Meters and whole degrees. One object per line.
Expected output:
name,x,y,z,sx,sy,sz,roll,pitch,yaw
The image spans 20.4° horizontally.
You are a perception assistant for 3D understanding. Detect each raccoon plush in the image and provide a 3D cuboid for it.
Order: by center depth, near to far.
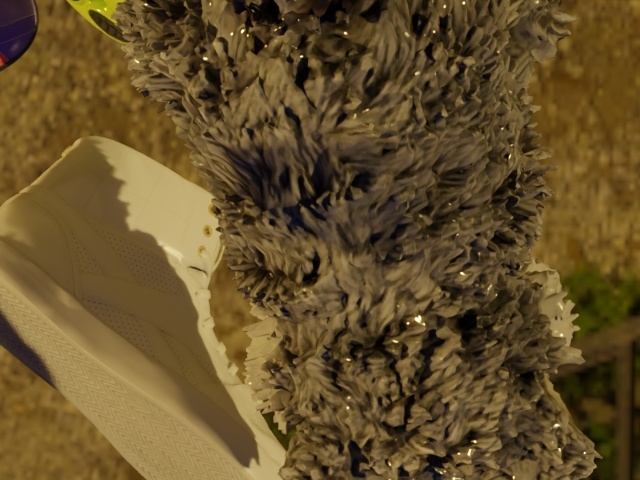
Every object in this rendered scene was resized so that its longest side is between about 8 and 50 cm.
raccoon plush,0.000,0.000,0.800,0.216,0.299,0.446,-10,176,20

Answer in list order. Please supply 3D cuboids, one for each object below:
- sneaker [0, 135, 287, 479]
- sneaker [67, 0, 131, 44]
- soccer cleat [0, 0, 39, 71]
sneaker,-0.082,0.057,1.152,0.292,0.169,0.108,44,144,-6
sneaker,-0.148,-0.281,1.232,0.123,0.296,0.109,-14,174,-39
soccer cleat,-0.356,-0.169,1.268,0.318,0.109,0.116,0,160,-17
